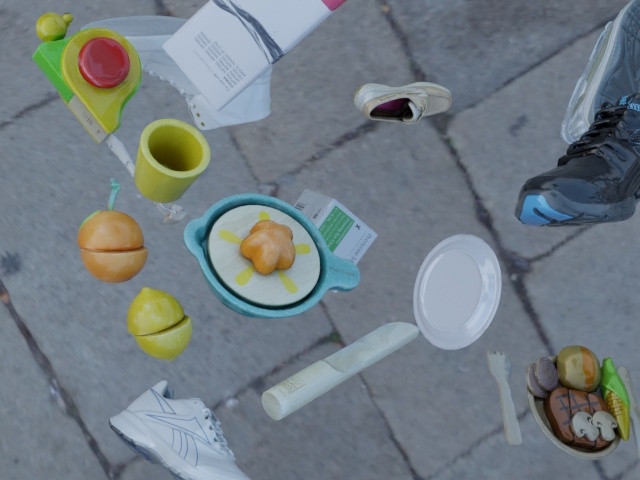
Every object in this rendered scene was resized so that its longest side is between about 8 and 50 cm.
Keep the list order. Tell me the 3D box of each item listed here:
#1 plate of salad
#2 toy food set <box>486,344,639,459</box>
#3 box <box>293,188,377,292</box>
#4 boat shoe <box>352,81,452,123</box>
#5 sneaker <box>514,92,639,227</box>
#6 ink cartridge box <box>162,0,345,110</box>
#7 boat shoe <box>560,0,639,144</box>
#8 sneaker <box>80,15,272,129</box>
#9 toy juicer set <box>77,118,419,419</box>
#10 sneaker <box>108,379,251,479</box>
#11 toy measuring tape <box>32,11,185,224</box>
[{"bbox_3d":[0.236,0.088,2.094,0.048,0.200,0.200,14,91,-40],"label":"plate of salad"},{"bbox_3d":[0.278,0.172,1.333,0.192,0.038,0.132,9,54,-25],"label":"toy food set"},{"bbox_3d":[0.000,0.000,1.651,0.087,0.102,0.101,39,84,-25],"label":"box"},{"bbox_3d":[0.135,-0.209,1.932,0.170,0.059,0.063,-4,135,-23],"label":"boat shoe"},{"bbox_3d":[0.336,-0.098,1.447,0.341,0.125,0.139,-18,102,-45],"label":"sneaker"},{"bbox_3d":[-0.041,-0.270,1.359,0.237,0.172,0.100,-37,100,30],"label":"ink cartridge box"},{"bbox_3d":[0.506,-0.295,2.129,0.118,0.103,0.320,40,60,-22],"label":"boat shoe"},{"bbox_3d":[-0.214,-0.243,1.847,0.292,0.108,0.169,6,121,10],"label":"sneaker"},{"bbox_3d":[-0.071,0.040,1.132,0.329,0.089,0.209,37,50,1],"label":"toy juicer set"},{"bbox_3d":[-0.197,0.311,1.904,0.129,0.297,0.111,-50,146,-17],"label":"sneaker"},{"bbox_3d":[-0.263,-0.180,1.678,0.121,0.121,0.330,-39,98,-11],"label":"toy measuring tape"}]
